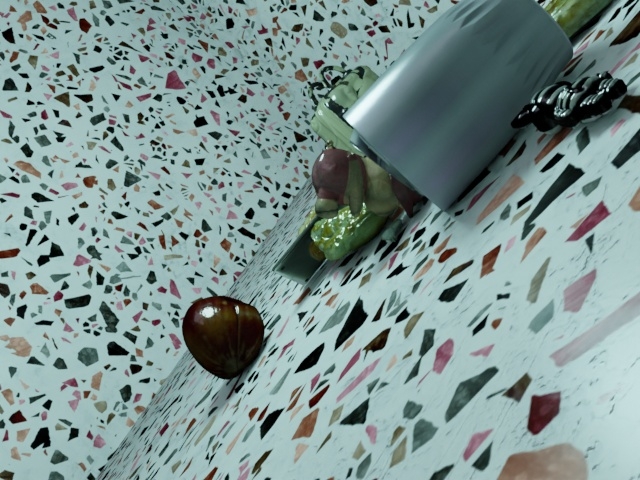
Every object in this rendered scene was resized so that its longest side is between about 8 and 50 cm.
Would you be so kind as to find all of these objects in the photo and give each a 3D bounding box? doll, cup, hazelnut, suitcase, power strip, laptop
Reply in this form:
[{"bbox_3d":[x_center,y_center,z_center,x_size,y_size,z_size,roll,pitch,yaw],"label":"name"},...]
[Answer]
[{"bbox_3d":[0.110,-0.120,1.461,0.152,0.255,0.196,87,178,-57],"label":"doll"},{"bbox_3d":[0.241,-0.250,1.224,0.371,0.253,0.253,-46,9,10],"label":"cup"},{"bbox_3d":[-0.254,0.251,1.802,0.229,0.229,0.229,-49,9,10],"label":"hazelnut"},{"bbox_3d":[0.355,-0.194,0.992,0.091,0.067,0.219,-48,14,-3],"label":"doll"},{"bbox_3d":[0.118,-0.418,2.207,0.194,0.339,0.351,-45,6,36],"label":"suitcase"},{"bbox_3d":[0.151,-0.017,1.438,0.055,0.035,0.083,-47,-4,23],"label":"power strip"},{"bbox_3d":[0.000,0.000,1.830,0.269,0.015,0.187,-50,-29,4],"label":"laptop"}]

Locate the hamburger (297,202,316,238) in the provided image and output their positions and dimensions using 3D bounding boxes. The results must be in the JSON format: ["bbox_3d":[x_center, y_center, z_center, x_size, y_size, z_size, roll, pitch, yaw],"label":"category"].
[{"bbox_3d":[-0.015,-0.043,2.240,0.176,0.087,0.102,-62,1,-23],"label":"hamburger"}]

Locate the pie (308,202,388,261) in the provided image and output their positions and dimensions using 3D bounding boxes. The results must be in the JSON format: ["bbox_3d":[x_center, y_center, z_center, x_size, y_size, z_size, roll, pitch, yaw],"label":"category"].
[{"bbox_3d":[0.088,-0.052,1.656,0.257,0.105,0.274,-43,7,-10],"label":"pie"}]

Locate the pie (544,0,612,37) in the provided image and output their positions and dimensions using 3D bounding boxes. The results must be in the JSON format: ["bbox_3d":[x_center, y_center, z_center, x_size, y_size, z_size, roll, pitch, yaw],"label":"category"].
[{"bbox_3d":[0.493,-0.461,1.409,0.302,0.067,0.302,-48,8,9],"label":"pie"}]
